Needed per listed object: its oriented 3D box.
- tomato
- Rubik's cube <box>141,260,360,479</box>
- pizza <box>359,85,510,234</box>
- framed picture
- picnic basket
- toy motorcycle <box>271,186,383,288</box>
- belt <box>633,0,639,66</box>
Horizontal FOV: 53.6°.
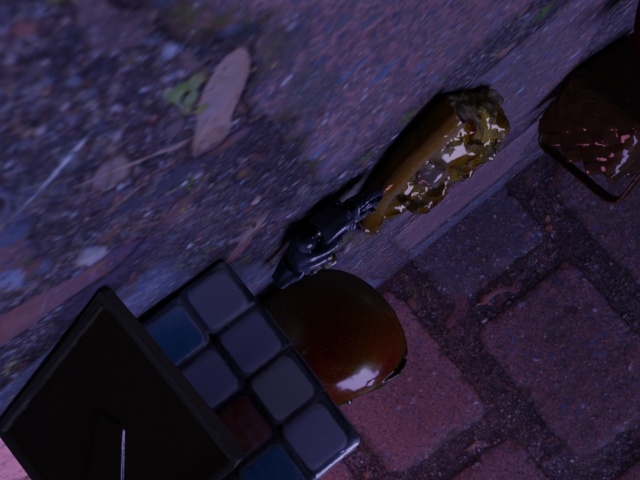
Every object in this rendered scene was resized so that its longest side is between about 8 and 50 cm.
[{"bbox_3d":[-0.005,0.184,1.127,0.304,0.239,0.303,-25,166,-6],"label":"tomato"},{"bbox_3d":[-0.126,0.216,0.772,0.253,0.259,0.256,-39,171,-9],"label":"Rubik's cube"},{"bbox_3d":[0.167,-0.108,0.891,0.223,0.089,0.323,-30,168,-26],"label":"pizza"},{"bbox_3d":[-0.199,0.186,0.583,0.260,0.189,0.023,-46,173,31],"label":"framed picture"},{"bbox_3d":[0.643,-0.256,1.416,0.291,0.254,0.321,-32,155,-26],"label":"picnic basket"},{"bbox_3d":[0.000,0.000,0.833,0.124,0.061,0.193,-21,160,-51],"label":"toy motorcycle"},{"bbox_3d":[0.587,-0.353,0.896,0.115,0.227,0.323,-21,141,-61],"label":"belt"}]
